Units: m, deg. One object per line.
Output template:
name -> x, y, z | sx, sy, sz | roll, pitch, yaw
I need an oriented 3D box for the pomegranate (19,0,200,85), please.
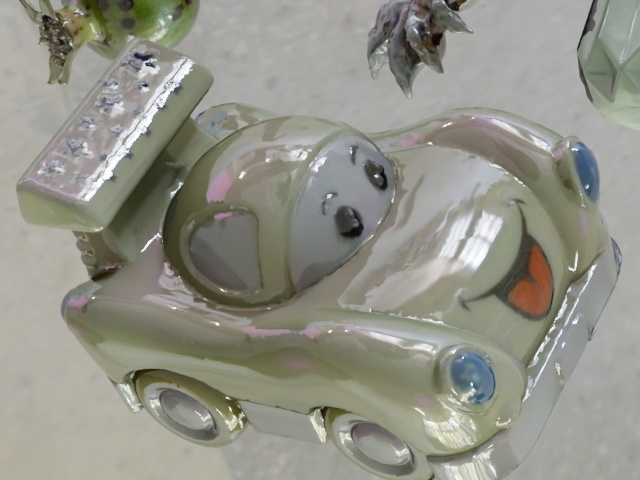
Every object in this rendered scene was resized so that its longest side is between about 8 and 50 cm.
pomegranate -> -0.204, -0.232, 1.732 | 0.169, 0.148, 0.148 | -21, 95, -14

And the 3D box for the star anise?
star anise -> 0.105, -0.233, 1.723 | 0.061, 0.204, 0.180 | 28, 68, -19

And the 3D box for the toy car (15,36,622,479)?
toy car -> 0.000, 0.000, 1.186 | 0.336, 0.242, 0.226 | 6, 138, 35

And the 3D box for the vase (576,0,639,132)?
vase -> 0.324, -0.275, 1.546 | 0.165, 0.165, 0.360 | 9, 81, 13
